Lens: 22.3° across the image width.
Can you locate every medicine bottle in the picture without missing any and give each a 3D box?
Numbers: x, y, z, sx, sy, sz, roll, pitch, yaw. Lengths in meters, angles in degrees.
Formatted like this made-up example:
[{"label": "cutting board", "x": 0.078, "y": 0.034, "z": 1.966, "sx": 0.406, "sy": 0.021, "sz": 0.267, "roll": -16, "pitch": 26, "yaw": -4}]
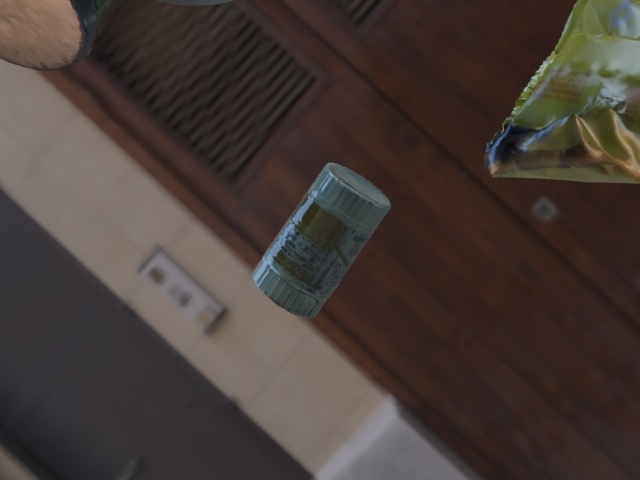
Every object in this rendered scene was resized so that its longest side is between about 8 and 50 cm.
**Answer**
[{"label": "medicine bottle", "x": 0.000, "y": 0.000, "z": 0.953, "sx": 0.083, "sy": 0.047, "sz": 0.047, "roll": -55, "pitch": -4, "yaw": 15}]

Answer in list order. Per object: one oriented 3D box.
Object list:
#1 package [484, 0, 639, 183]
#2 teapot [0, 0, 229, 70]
[{"label": "package", "x": 0.218, "y": -0.090, "z": 1.004, "sx": 0.226, "sy": 0.090, "sz": 0.168, "roll": 19, "pitch": 77, "yaw": 45}, {"label": "teapot", "x": -0.138, "y": -0.262, "z": 1.102, "sx": 0.337, "sy": 0.270, "sz": 0.200, "roll": -59, "pitch": 5, "yaw": -24}]
